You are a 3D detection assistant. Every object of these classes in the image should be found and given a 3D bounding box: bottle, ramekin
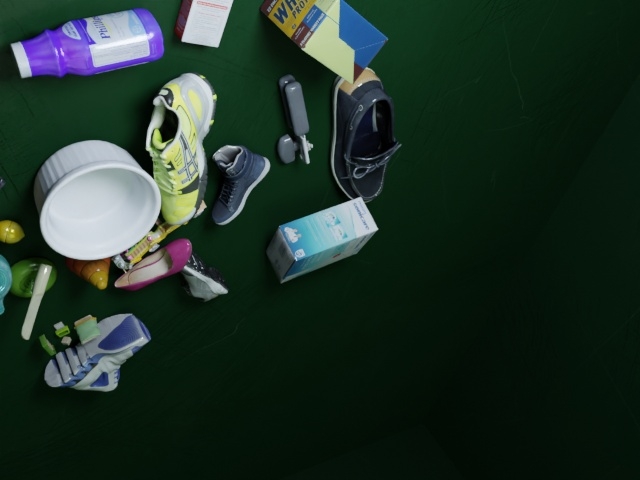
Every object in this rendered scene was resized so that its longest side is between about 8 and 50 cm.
[{"bbox_3d":[-0.463,-0.387,1.332,0.282,0.118,0.092,-20,143,-23],"label":"bottle"},{"bbox_3d":[-0.531,-0.100,1.570,0.277,0.135,0.277,-24,141,-21],"label":"ramekin"}]

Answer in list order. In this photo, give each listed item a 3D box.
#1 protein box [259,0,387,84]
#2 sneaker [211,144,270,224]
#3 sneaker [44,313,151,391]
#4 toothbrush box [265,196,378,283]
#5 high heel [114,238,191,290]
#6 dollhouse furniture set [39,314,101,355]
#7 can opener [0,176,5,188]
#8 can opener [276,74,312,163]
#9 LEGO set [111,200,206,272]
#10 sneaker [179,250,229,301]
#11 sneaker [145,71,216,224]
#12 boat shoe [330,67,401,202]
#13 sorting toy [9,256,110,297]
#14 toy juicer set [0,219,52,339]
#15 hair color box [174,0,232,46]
[{"bbox_3d":[0.008,-0.501,1.544,0.136,0.201,0.199,-50,143,16],"label":"protein box"},{"bbox_3d":[-0.251,-0.153,1.784,0.226,0.086,0.163,-55,153,6],"label":"sneaker"},{"bbox_3d":[-0.637,0.350,1.994,0.315,0.127,0.182,-31,148,1],"label":"sneaker"},{"bbox_3d":[0.000,0.000,2.090,0.295,0.126,0.216,-21,166,-24],"label":"toothbrush box"},{"bbox_3d":[-0.454,0.067,1.814,0.244,0.082,0.117,-27,172,35],"label":"high heel"},{"bbox_3d":[-0.698,0.257,1.863,0.151,0.076,0.059,-27,144,-14],"label":"dollhouse furniture set"},{"bbox_3d":[-0.770,-0.084,1.437,0.186,0.059,0.073,-31,159,-6],"label":"can opener"},{"bbox_3d":[-0.074,-0.309,1.791,0.093,0.074,0.280,-25,142,-17],"label":"can opener"},{"bbox_3d":[-0.446,-0.044,1.769,0.287,0.107,0.132,-40,179,-5],"label":"LEGO set"},{"bbox_3d":[-0.374,0.112,1.973,0.108,0.100,0.271,-34,145,3],"label":"sneaker"},{"bbox_3d":[-0.355,-0.204,1.580,0.147,0.145,0.385,-33,141,-50],"label":"sneaker"},{"bbox_3d":[0.134,-0.271,1.949,0.186,0.156,0.500,-29,145,-17],"label":"boat shoe"},{"bbox_3d":[-0.688,0.119,1.680,0.365,0.126,0.127,-21,141,-24],"label":"sorting toy"},{"bbox_3d":[-0.757,0.061,1.557,0.329,0.089,0.209,55,53,-44],"label":"toy juicer set"},{"bbox_3d":[-0.246,-0.511,1.442,0.093,0.053,0.167,-2,132,-38],"label":"hair color box"}]
